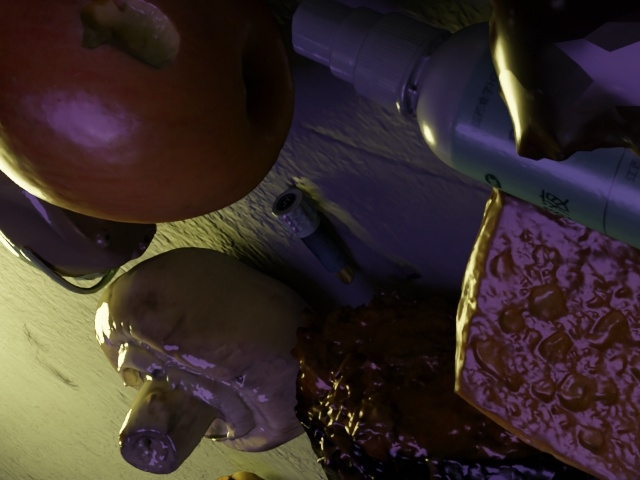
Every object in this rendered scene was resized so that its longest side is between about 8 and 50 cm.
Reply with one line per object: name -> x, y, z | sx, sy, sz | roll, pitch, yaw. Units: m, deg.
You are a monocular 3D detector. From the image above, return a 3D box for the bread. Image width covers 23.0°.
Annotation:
bread -> 0.210, 0.061, 1.200 | 0.210, 0.099, 0.235 | 27, 128, 22

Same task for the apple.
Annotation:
apple -> -0.143, -0.135, 1.220 | 0.241, 0.242, 0.242 | 12, 146, 18

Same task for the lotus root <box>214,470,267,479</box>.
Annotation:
lotus root -> -0.073, 0.394, 2.105 | 0.221, 0.118, 0.125 | 45, -175, -22

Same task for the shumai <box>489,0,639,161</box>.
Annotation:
shumai -> 0.212, -0.113, 0.786 | 0.309, 0.263, 0.304 | -2, 133, 51

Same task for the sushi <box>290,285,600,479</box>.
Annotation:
sushi -> 0.125, 0.181, 1.407 | 0.348, 0.234, 0.207 | 5, 140, 39

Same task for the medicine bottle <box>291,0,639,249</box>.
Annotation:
medicine bottle -> 0.135, -0.089, 1.081 | 0.352, 0.110, 0.110 | 25, 151, 22

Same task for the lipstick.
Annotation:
lipstick -> 0.000, 0.000, 1.477 | 0.037, 0.037, 0.116 | 5, 145, 46

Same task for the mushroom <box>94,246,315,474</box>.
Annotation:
mushroom -> -0.122, 0.139, 1.619 | 0.260, 0.234, 0.254 | -1, 139, 50

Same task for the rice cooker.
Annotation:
rice cooker -> -0.256, -0.045, 1.587 | 0.127, 0.145, 0.206 | -10, 132, 44
